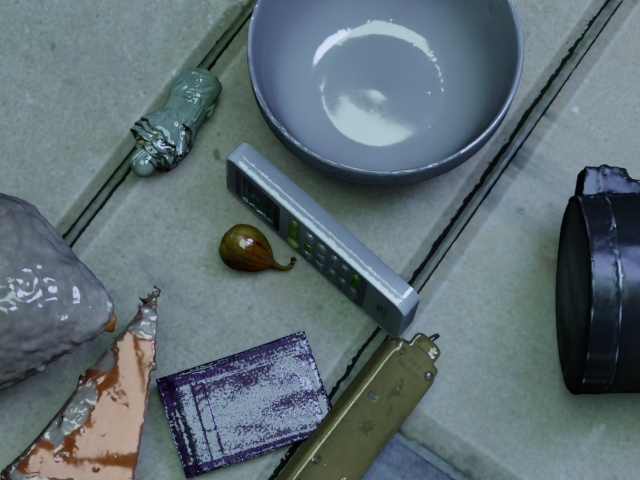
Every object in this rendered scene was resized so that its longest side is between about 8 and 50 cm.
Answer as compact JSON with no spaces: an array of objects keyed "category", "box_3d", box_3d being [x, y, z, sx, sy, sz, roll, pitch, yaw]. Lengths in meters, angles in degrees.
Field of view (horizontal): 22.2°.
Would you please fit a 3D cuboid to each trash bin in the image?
[{"category":"trash bin","box_3d":[0.399,0.052,1.625,0.301,0.203,0.252,1,82,-1]}]

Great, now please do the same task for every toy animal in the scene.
[{"category":"toy animal","box_3d":[-0.381,0.052,1.621,0.358,0.188,0.227,16,72,10]}]

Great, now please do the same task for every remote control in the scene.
[{"category":"remote control","box_3d":[0.000,0.000,1.691,0.250,0.103,0.034,42,73,11]}]

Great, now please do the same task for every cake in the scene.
[{"category":"cake","box_3d":[-0.228,0.176,1.632,0.135,0.098,0.287,16,73,4]}]

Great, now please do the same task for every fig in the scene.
[{"category":"fig","box_3d":[-0.065,0.013,1.719,0.083,0.050,0.050,21,72,-15]}]

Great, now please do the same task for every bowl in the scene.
[{"category":"bowl","box_3d":[0.065,-0.180,1.729,0.287,0.144,0.287,0,72,-1]}]

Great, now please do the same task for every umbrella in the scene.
[{"category":"umbrella","box_3d":[-0.157,-0.126,1.753,0.067,0.062,0.143,44,67,-20]}]

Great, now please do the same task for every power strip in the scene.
[{"category":"power strip","box_3d":[0.023,0.208,1.646,0.064,0.044,0.305,42,76,-13]}]

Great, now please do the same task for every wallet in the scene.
[{"category":"wallet","box_3d":[-0.076,0.168,1.671,0.165,0.030,0.111,-18,72,-7]}]
